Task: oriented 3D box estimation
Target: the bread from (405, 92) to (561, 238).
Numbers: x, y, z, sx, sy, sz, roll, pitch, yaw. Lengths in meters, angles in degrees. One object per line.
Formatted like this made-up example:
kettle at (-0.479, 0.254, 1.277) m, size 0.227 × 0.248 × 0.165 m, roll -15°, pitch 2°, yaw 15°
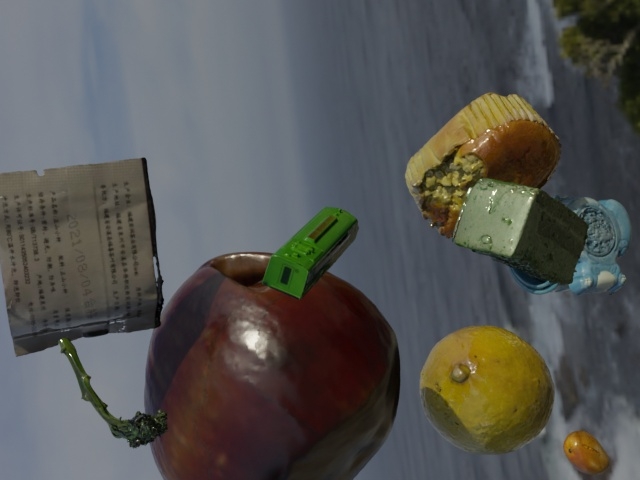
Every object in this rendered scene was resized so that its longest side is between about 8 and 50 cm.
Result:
bread at (0.262, -0.118, 1.750) m, size 0.179 × 0.250 × 0.133 m, roll 49°, pitch -166°, yaw -37°

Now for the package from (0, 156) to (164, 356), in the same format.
package at (-0.309, 0.025, 1.401) m, size 0.062 × 0.204 × 0.250 m, roll -132°, pitch 36°, yaw -60°

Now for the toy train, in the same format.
toy train at (0.000, 0.000, 1.152) m, size 0.209 × 0.044 × 0.042 m, roll -46°, pitch -23°, yaw -63°

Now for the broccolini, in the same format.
broccolini at (-0.235, 0.168, 1.164) m, size 0.054 × 0.194 × 0.052 m, roll 27°, pitch -86°, yaw -56°

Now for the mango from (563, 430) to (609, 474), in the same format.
mango at (0.404, 0.322, 1.633) m, size 0.046 × 0.089 × 0.060 m, roll -29°, pitch 39°, yaw 49°

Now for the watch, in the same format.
watch at (0.411, 0.015, 1.875) m, size 0.193 × 0.211 × 0.211 m, roll -25°, pitch 70°, yaw 58°

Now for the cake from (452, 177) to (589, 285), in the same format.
cake at (0.296, -0.002, 1.419) m, size 0.099 × 0.235 × 0.100 m, roll 15°, pitch 85°, yaw 54°

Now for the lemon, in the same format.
lemon at (0.293, 0.265, 1.916) m, size 0.263 × 0.236 × 0.236 m, roll 57°, pitch -165°, yaw -36°

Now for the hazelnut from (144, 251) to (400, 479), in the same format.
hazelnut at (-0.066, 0.224, 1.640) m, size 0.402 × 0.402 × 0.429 m, roll -99°, pitch 21°, yaw -52°
